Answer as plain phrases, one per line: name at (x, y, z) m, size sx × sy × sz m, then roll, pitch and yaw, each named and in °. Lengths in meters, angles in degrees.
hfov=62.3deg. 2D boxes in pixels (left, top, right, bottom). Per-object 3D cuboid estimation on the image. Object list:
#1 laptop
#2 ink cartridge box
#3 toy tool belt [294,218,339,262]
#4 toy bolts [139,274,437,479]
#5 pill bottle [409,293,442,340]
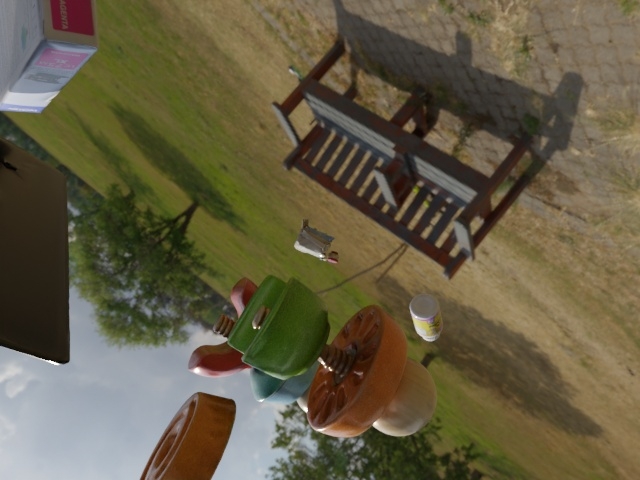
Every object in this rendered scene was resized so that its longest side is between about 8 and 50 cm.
laptop at (-0.463, -0.016, 0.432) m, size 0.382 × 0.407 × 0.236 m, roll -129°, pitch 22°, yaw -52°
ink cartridge box at (-0.337, -0.264, 0.613) m, size 0.065 × 0.186 × 0.311 m, roll -5°, pitch 180°, yaw -41°
toy tool belt at (0.000, 0.000, 0.882) m, size 0.083 × 0.051 × 0.052 m, roll 23°, pitch 165°, yaw -20°
toy bolts at (-0.029, 0.141, 0.451) m, size 0.158 × 0.218 × 0.228 m, roll 34°, pitch 173°, yaw -13°
pill bottle at (0.163, 0.120, 0.808) m, size 0.043 × 0.043 × 0.083 m, roll 33°, pitch 159°, yaw 38°
